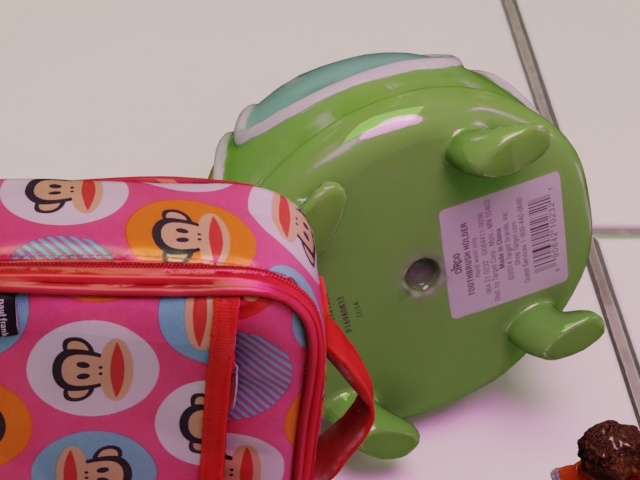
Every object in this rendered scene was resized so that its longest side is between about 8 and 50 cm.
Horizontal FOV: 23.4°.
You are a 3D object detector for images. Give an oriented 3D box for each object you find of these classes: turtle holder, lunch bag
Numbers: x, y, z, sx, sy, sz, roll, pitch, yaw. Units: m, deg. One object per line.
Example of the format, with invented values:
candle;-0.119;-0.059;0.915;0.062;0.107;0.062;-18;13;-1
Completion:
turtle holder;0.015;0.007;1.055;0.320;0.243;0.227;-43;35;5
lunch bag;-0.099;0.102;0.862;0.258;0.293;0.120;0;39;-8

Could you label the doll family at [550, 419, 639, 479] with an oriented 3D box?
doll family;0.261;0.172;0.900;0.263;0.163;0.118;-6;54;14
